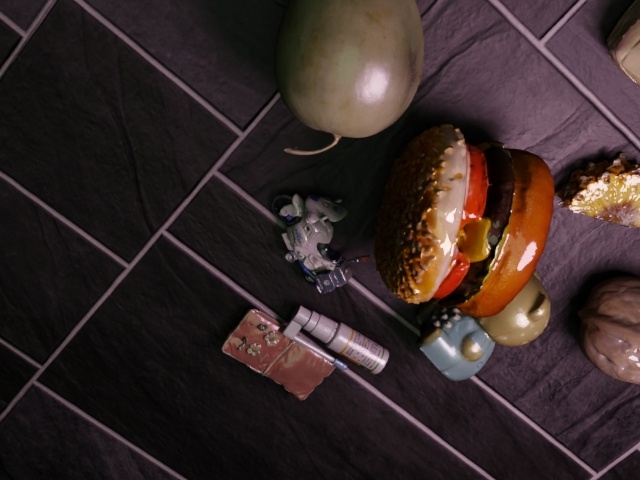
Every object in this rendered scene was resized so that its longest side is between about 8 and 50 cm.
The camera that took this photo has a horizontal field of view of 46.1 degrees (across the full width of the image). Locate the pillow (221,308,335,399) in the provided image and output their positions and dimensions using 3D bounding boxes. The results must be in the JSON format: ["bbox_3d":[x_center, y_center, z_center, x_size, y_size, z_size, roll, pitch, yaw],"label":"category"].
[{"bbox_3d":[-0.088,0.243,1.613,0.233,0.043,0.126,34,107,-13],"label":"pillow"}]

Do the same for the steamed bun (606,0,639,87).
[{"bbox_3d":[0.624,-0.319,1.293,0.239,0.152,0.170,33,116,-9],"label":"steamed bun"}]

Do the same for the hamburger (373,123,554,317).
[{"bbox_3d":[0.236,-0.033,1.338,0.250,0.330,0.329,18,113,-11],"label":"hamburger"}]

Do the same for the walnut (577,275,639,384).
[{"bbox_3d":[0.623,0.178,1.492,0.224,0.224,0.224,0,114,1],"label":"walnut"}]

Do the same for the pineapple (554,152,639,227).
[{"bbox_3d":[0.575,-0.103,1.436,0.233,0.079,0.135,10,122,-10],"label":"pineapple"}]

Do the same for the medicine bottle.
[{"bbox_3d":[0.031,0.217,1.587,0.221,0.061,0.092,32,105,-11],"label":"medicine bottle"}]

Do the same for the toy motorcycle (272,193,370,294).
[{"bbox_3d":[0.000,0.000,1.481,0.150,0.102,0.221,-13,112,29],"label":"toy motorcycle"}]

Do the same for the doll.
[{"bbox_3d":[0.332,0.158,1.498,0.261,0.177,0.161,-37,104,18],"label":"doll"}]

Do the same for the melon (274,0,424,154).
[{"bbox_3d":[0.048,-0.313,1.254,0.272,0.271,0.307,-9,121,5],"label":"melon"}]
